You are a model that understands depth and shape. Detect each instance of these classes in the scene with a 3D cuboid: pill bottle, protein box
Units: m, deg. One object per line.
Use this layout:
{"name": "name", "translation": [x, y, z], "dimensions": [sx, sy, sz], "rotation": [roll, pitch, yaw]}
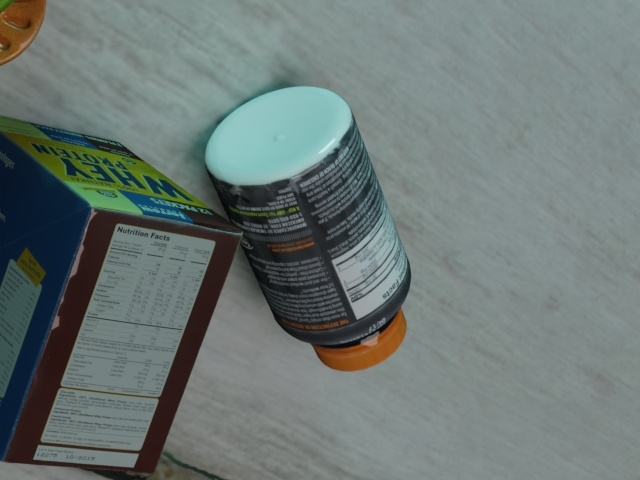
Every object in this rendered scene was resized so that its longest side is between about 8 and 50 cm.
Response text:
{"name": "pill bottle", "translation": [0.000, 0.000, 1.485], "dimensions": [0.130, 0.130, 0.246], "rotation": [-36, 129, -17]}
{"name": "protein box", "translation": [-0.194, 0.038, 1.312], "dimensions": [0.136, 0.200, 0.201], "rotation": [11, 105, -40]}

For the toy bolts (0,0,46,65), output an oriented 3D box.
{"name": "toy bolts", "translation": [-0.225, -0.253, 1.220], "dimensions": [0.228, 0.158, 0.218], "rotation": [-35, 89, -5]}
